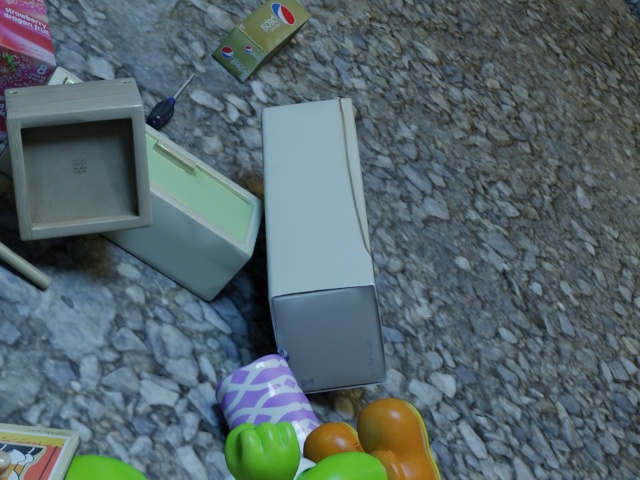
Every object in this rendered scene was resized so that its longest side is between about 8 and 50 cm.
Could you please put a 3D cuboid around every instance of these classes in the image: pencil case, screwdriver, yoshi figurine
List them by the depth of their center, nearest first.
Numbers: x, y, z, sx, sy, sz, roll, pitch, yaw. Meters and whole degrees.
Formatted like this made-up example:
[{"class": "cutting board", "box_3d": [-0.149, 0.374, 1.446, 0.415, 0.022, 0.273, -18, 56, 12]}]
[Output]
[{"class": "yoshi figurine", "box_3d": [-0.094, 0.218, 1.125, 0.362, 0.204, 0.203, -20, 33, -34]}, {"class": "pencil case", "box_3d": [-0.030, 0.211, 1.329, 0.088, 0.086, 0.206, 75, -12, -64]}, {"class": "screwdriver", "box_3d": [-0.179, -0.178, 1.668, 0.025, 0.024, 0.170, 63, 22, -25]}]

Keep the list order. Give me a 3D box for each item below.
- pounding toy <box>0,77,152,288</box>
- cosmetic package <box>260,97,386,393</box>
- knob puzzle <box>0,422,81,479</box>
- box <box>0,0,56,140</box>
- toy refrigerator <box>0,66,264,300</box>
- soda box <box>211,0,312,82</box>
[{"class": "pounding toy", "box_3d": [-0.272, -0.053, 1.320, 0.206, 0.181, 0.094, -7, 27, -11]}, {"class": "cosmetic package", "box_3d": [0.000, 0.000, 1.507, 0.113, 0.160, 0.309, -8, 44, 1]}, {"class": "knob puzzle", "box_3d": [-0.288, 0.186, 1.008, 0.213, 0.030, 0.213, 2, 29, -1]}, {"class": "box", "box_3d": [-0.407, -0.215, 1.356, 0.256, 0.122, 0.128, 18, 39, -35]}, {"class": "toy refrigerator", "box_3d": [-0.194, -0.061, 1.444, 0.269, 0.094, 0.102, 34, 33, -15]}, {"class": "soda box", "box_3d": [-0.078, -0.281, 1.862, 0.058, 0.061, 0.181, 42, 32, -4]}]
